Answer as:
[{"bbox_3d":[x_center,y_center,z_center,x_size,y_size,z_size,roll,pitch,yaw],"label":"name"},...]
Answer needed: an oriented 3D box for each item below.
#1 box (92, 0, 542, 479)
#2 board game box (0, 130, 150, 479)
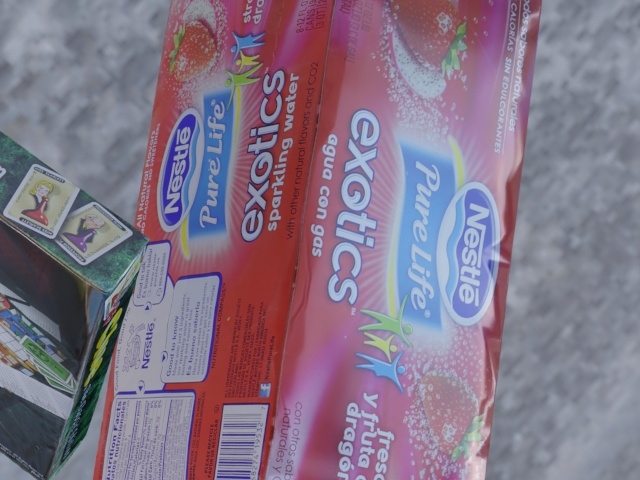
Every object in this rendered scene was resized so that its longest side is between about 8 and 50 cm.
[{"bbox_3d":[0.000,0.000,0.806,0.122,0.128,0.257,17,74,-37],"label":"box"},{"bbox_3d":[-0.176,-0.032,0.603,0.030,0.259,0.136,-50,172,-32],"label":"board game box"}]
